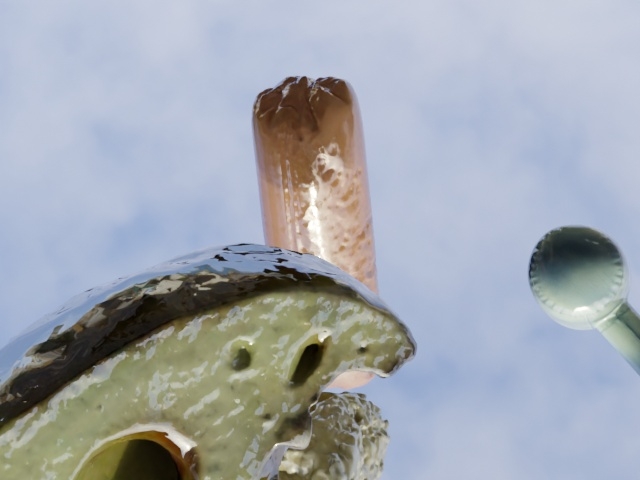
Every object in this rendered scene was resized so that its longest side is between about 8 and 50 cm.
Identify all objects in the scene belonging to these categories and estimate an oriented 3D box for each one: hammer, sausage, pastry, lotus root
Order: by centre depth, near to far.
[{"bbox_3d":[-0.119,0.104,0.786,0.314,0.142,0.210,-49,-157,-27],"label":"lotus root"},{"bbox_3d":[-0.077,0.153,1.131,0.258,0.121,0.089,-9,-101,26],"label":"pastry"},{"bbox_3d":[0.220,0.072,1.150,0.069,0.116,0.194,-42,-104,4],"label":"hammer"},{"bbox_3d":[-0.001,0.001,1.288,0.086,0.289,0.086,-4,-141,3],"label":"sausage"}]
